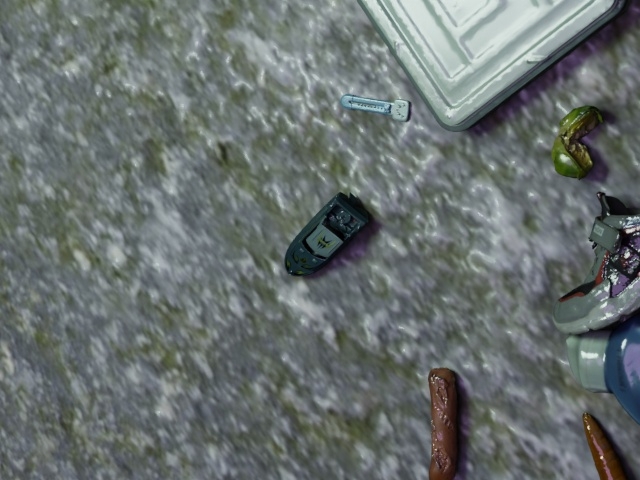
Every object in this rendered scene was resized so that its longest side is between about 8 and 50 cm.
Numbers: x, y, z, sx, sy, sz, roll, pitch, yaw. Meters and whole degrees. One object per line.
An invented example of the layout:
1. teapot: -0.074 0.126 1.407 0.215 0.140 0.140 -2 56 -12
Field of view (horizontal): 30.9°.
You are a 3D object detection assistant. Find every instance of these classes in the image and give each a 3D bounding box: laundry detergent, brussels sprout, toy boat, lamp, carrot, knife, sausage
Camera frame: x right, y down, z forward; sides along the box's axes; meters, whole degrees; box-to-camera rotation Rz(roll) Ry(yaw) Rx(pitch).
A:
1. laundry detergent: 0.411 0.143 1.251 0.290 0.094 0.143 3 107 33
2. brussels sprout: 0.287 -0.111 1.301 0.051 0.046 0.083 17 97 31
3. toy boat: 0.000 0.000 1.478 0.055 0.060 0.141 39 124 -8
4. lamp: 0.179 -0.298 1.323 0.266 0.047 0.269 -38 79 31
5. carrot: 0.352 0.298 1.339 0.048 0.048 0.216 -32 77 30
6. knife: 0.066 -0.166 1.434 0.096 0.010 0.027 13 105 28
7. sausage: 0.153 0.235 1.445 0.036 0.042 0.157 -2 102 -8

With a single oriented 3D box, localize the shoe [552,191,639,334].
1. shoe: 0.327 0.009 1.260 0.227 0.099 0.125 -39 87 24
